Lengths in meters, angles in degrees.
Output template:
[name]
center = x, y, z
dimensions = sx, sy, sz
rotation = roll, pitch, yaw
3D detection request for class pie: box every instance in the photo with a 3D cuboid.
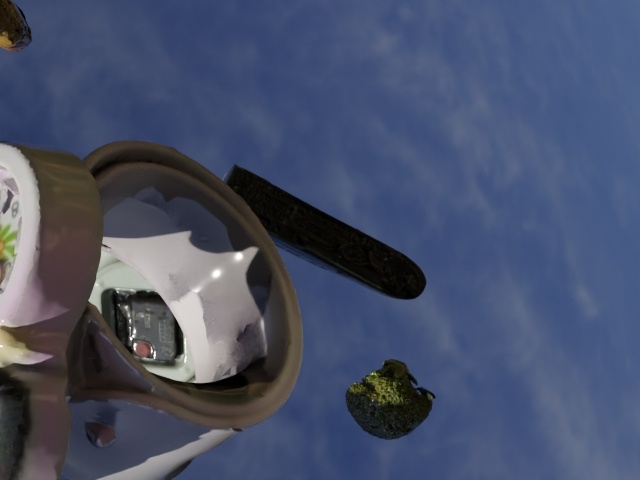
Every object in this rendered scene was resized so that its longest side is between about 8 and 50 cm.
[pie]
center = -0.432, -0.323, 1.375
dimensions = 0.273, 0.069, 0.273
rotation = 54, 176, 6

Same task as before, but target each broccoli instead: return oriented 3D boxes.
[broccoli]
center = 0.101, 0.236, 1.735
dimensions = 0.131, 0.130, 0.120
rotation = 96, -173, -53

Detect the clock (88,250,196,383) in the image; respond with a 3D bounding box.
[clock]
center = -0.160, 0.073, 1.104
dimensions = 0.056, 0.244, 0.244
rotation = -67, -43, -71

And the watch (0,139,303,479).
[watch]
center = -0.135, 0.071, 0.733
dimensions = 0.231, 0.196, 0.244
rotation = 17, -130, -46

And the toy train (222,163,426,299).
[toy train]
center = 0.000, 0.000, 1.205
dimensions = 0.234, 0.051, 0.052
rotation = 27, -103, -11
